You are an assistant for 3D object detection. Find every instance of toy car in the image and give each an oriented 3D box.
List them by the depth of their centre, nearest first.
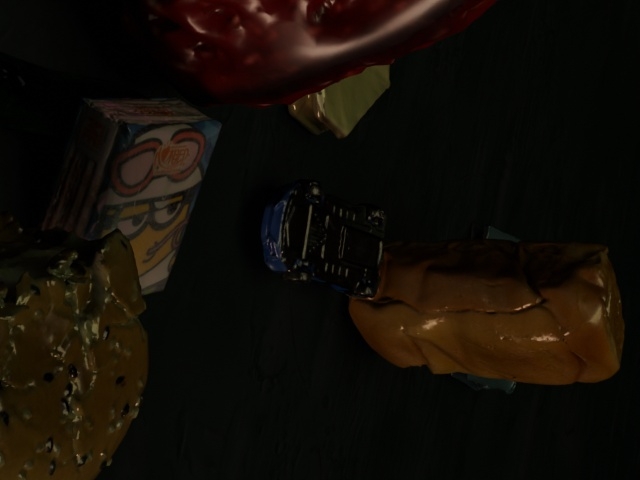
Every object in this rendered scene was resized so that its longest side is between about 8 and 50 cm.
[{"bbox_3d":[0.000,0.000,1.242,0.216,0.063,0.103,17,79,-55],"label":"toy car"}]

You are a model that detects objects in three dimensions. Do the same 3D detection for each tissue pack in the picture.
[{"bbox_3d":[-0.149,-0.029,0.914,0.115,0.065,0.155,-14,132,-58],"label":"tissue pack"}]

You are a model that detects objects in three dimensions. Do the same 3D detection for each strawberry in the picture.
[{"bbox_3d":[0.002,-0.258,0.914,0.295,0.345,0.318,-11,104,-59],"label":"strawberry"}]

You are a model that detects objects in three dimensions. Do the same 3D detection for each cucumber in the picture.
[{"bbox_3d":[-0.203,-0.104,0.874,0.284,0.056,0.056,13,83,-58],"label":"cucumber"}]

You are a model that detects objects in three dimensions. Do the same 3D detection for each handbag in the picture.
[{"bbox_3d":[0.237,0.096,1.696,0.144,0.057,0.221,30,69,-54],"label":"handbag"}]

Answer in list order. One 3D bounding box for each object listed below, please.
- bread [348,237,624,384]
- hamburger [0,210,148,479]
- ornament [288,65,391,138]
[{"bbox_3d":[0.184,0.076,1.350,0.167,0.294,0.132,52,45,-55],"label":"bread"},{"bbox_3d":[-0.231,0.091,0.729,0.288,0.167,0.192,-33,121,-55],"label":"hamburger"},{"bbox_3d":[0.035,-0.198,1.286,0.180,0.059,0.201,34,68,-59],"label":"ornament"}]
